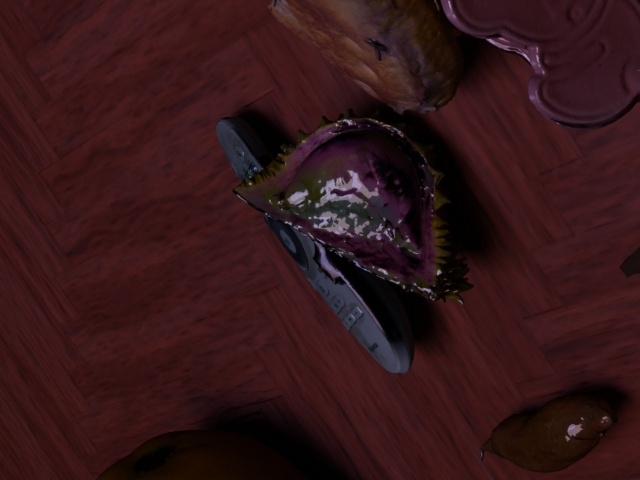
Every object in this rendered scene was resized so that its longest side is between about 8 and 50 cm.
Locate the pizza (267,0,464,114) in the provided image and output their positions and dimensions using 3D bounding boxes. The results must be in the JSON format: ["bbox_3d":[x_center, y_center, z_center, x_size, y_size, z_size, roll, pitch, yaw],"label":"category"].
[{"bbox_3d":[0.017,-0.174,1.060,0.161,0.086,0.305,33,173,32],"label":"pizza"}]

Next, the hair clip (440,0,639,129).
[{"bbox_3d":[0.147,-0.140,1.013,0.138,0.123,0.102,48,173,14],"label":"hair clip"}]

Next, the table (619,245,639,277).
[{"bbox_3d":[0.250,0.007,1.047,0.070,0.083,0.082,49,151,9],"label":"table"}]

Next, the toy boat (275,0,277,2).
[{"bbox_3d":[-0.010,-0.211,1.164,0.055,0.060,0.141,41,148,12],"label":"toy boat"}]

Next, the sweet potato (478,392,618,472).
[{"bbox_3d":[0.171,0.155,1.292,0.056,0.056,0.195,55,150,-4],"label":"sweet potato"}]

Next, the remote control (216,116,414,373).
[{"bbox_3d":[-0.002,0.001,1.344,0.256,0.045,0.097,52,164,4],"label":"remote control"}]

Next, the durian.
[{"bbox_3d":[0.049,-0.038,1.240,0.186,0.119,0.108,27,101,14],"label":"durian"}]

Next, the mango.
[{"bbox_3d":[-0.059,0.339,1.569,0.378,0.221,0.264,44,140,-8],"label":"mango"}]
